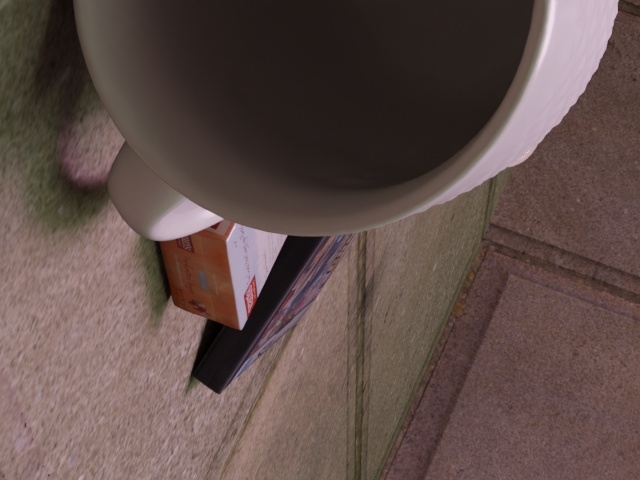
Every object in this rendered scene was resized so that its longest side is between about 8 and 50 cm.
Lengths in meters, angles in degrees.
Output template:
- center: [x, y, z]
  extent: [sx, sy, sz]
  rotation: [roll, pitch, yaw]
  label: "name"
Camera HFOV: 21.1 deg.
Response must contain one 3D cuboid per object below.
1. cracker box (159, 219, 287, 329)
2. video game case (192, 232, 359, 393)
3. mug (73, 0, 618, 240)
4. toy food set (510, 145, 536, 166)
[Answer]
- center: [-0.051, -0.065, 1.377]
  extent: [0.155, 0.067, 0.232]
  rotation: [88, 24, -61]
  label: "cracker box"
- center: [0.000, 0.000, 1.632]
  extent: [0.275, 0.035, 0.248]
  rotation: [-56, 174, 20]
  label: "video game case"
- center: [0.013, -0.131, 1.070]
  extent: [0.374, 0.276, 0.328]
  rotation: [-44, 173, 22]
  label: "mug"
- center: [0.154, -0.236, 1.736]
  extent: [0.092, 0.220, 0.306]
  rotation: [24, 87, -44]
  label: "toy food set"
